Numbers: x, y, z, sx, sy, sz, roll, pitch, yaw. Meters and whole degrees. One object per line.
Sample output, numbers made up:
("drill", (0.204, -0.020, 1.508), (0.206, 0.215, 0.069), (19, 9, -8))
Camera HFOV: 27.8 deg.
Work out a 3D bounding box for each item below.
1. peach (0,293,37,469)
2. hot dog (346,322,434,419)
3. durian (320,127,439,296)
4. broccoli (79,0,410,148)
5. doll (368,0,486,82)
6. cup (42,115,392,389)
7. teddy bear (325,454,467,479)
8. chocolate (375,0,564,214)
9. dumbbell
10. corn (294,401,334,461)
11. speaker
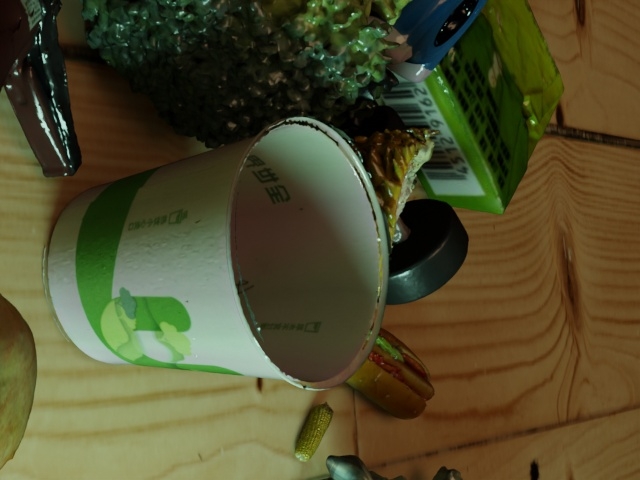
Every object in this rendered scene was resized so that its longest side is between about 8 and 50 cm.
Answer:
("peach", (-0.341, 0.120, 0.977), (0.257, 0.232, 0.232), (-52, 126, -31))
("hot dog", (0.071, 0.155, 1.646), (0.235, 0.062, 0.092), (37, 61, -44))
("durian", (-0.007, -0.008, 1.428), (0.195, 0.305, 0.186), (16, 60, -4))
("broccoli", (-0.079, -0.250, 1.347), (0.347, 0.293, 0.281), (23, 67, -8))
("doll", (0.052, -0.359, 1.517), (0.240, 0.310, 0.284), (-45, 168, -4))
("cup", (-0.105, 0.019, 1.255), (0.253, 0.273, 0.253), (9, 78, -54))
("teddy bear", (0.210, 0.385, 1.607), (0.327, 0.375, 0.362), (-114, -165, -58))
("chocolate", (0.199, -0.232, 1.805), (0.301, 0.137, 0.289), (60, 44, -31))
("dumbbell", (0.074, -0.044, 1.598), (0.218, 0.152, 0.152), (57, 45, -31))
("corn", (-0.006, 0.229, 1.560), (0.027, 0.028, 0.083), (41, 52, -17))
("speaker", (-0.280, -0.148, 1.128), (0.259, 0.198, 0.329), (51, 38, -19))
